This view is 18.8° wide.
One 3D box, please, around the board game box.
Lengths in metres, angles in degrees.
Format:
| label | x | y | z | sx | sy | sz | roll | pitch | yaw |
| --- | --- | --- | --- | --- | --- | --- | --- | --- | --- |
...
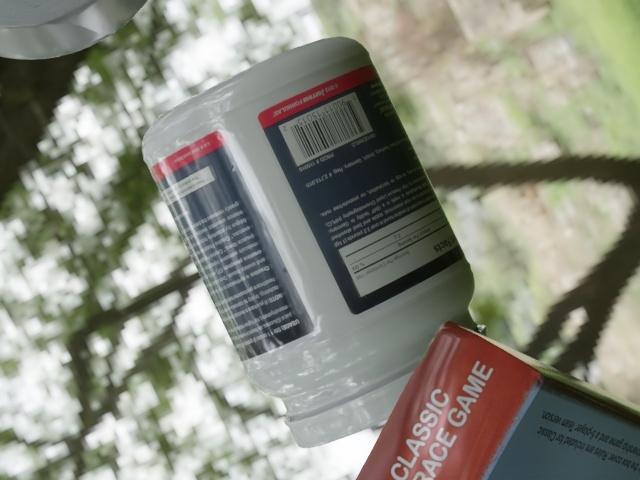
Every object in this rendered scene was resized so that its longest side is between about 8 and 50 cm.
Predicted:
| label | x | y | z | sx | sy | sz | roll | pitch | yaw |
| --- | --- | --- | --- | --- | --- | --- | --- | --- | --- |
| board game box | 0.064 | 0.114 | 0.475 | 0.027 | 0.145 | 0.281 | 28 | -179 | 32 |

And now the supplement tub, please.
| label | x | y | z | sx | sy | sz | roll | pitch | yaw |
| --- | --- | --- | --- | --- | --- | --- | --- | --- | --- |
| supplement tub | 0.000 | 0.000 | 1.465 | 0.272 | 0.191 | 0.191 | 65 | -168 | -1 |

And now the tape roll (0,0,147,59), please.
| label | x | y | z | sx | sy | sz | roll | pitch | yaw |
| --- | --- | --- | --- | --- | --- | --- | --- | --- | --- |
| tape roll | -0.227 | -0.255 | 1.504 | 0.072 | 0.219 | 0.219 | 70 | 177 | -74 |
